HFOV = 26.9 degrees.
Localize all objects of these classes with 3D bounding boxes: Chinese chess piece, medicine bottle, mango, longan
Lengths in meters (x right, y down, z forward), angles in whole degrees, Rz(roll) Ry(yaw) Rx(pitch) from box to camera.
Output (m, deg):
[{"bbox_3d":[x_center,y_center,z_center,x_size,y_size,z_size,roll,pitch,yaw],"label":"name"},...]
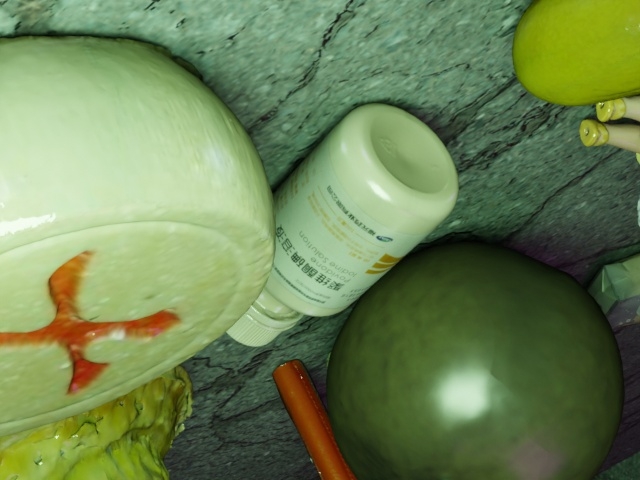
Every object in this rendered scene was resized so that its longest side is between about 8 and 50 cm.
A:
[{"bbox_3d":[-0.196,0.008,0.887,0.338,0.141,0.338,-22,157,-10],"label":"Chinese chess piece"},{"bbox_3d":[0.000,0.000,1.112,0.114,0.114,0.252,-4,150,-42],"label":"medicine bottle"},{"bbox_3d":[0.300,-0.185,0.956,0.331,0.142,0.195,-20,176,4],"label":"mango"},{"bbox_3d":[0.152,0.153,1.368,0.318,0.319,0.319,-22,158,-9],"label":"longan"}]

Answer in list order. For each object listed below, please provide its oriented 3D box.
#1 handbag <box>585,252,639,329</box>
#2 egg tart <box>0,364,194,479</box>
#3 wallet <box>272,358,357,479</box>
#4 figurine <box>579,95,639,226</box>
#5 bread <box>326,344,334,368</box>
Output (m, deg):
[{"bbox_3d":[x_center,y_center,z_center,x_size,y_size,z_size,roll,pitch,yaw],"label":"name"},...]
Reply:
[{"bbox_3d":[0.435,0.056,1.729,0.173,0.095,0.117,-17,160,-13],"label":"handbag"},{"bbox_3d":[-0.281,0.286,1.289,0.443,0.178,0.443,-36,160,-15],"label":"egg tart"},{"bbox_3d":[0.009,0.247,1.549,0.045,0.204,0.142,-27,158,-3],"label":"wallet"},{"bbox_3d":[0.366,-0.101,1.274,0.240,0.116,0.175,-7,150,-26],"label":"figurine"},{"bbox_3d":[0.041,0.141,1.544,0.066,0.060,0.110,-13,161,4],"label":"bread"}]
